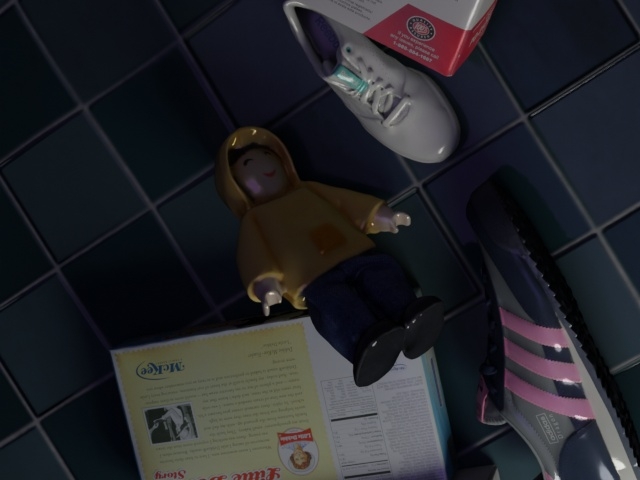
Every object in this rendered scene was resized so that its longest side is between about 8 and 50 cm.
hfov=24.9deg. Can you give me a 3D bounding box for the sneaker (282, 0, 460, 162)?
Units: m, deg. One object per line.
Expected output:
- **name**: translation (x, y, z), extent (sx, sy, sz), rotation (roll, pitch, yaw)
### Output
- **sneaker**: translation (0.039, -0.148, 1.340), extent (0.212, 0.094, 0.080), rotation (45, 108, 3)

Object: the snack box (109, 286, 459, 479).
- **snack box**: translation (-0.039, 0.167, 1.444), extent (0.321, 0.060, 0.187), rotation (-10, 96, 18)

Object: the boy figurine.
- **boy figurine**: translation (0.000, 0.000, 1.357), extent (0.285, 0.177, 0.092), rotation (51, 154, 29)

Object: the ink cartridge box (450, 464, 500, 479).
- **ink cartridge box**: translation (0.088, 0.315, 1.424), extent (0.203, 0.086, 0.148), rotation (-11, 98, 17)

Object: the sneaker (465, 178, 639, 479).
- **sneaker**: translation (0.185, 0.105, 1.340), extent (0.131, 0.112, 0.319), rotation (-25, 92, 16)

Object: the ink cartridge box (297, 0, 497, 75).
- **ink cartridge box**: translation (0.090, -0.289, 1.249), extent (0.172, 0.100, 0.237), rotation (28, 132, 9)
